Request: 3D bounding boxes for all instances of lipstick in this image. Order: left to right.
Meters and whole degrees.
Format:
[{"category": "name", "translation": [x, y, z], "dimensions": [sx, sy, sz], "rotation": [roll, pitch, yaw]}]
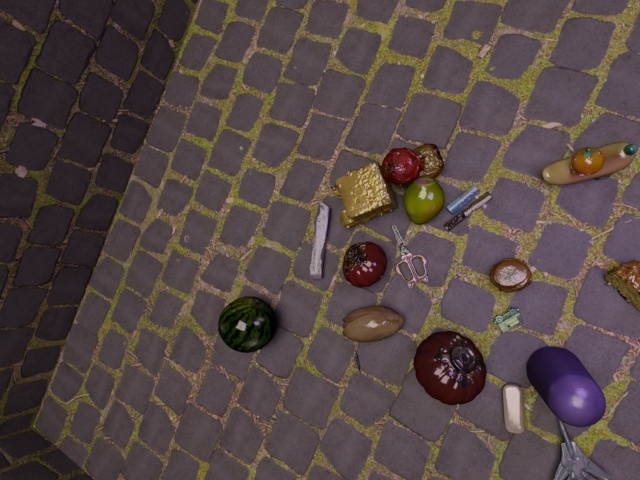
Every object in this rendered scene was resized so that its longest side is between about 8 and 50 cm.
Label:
[{"category": "lipstick", "translation": [0.653, -0.188, 1.868], "dimensions": [0.158, 0.048, 0.048], "rotation": [-41, 73, 11]}]

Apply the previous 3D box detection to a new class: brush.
[{"category": "brush", "translation": [0.673, -0.133, 1.862], "dimensions": [0.248, 0.036, 0.043], "rotation": [-39, 78, 13]}]

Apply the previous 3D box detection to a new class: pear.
[{"category": "pear", "translation": [0.473, -0.176, 1.866], "dimensions": [0.188, 0.187, 0.219], "rotation": [0, 120, 20]}]

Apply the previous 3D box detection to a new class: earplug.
[{"category": "earplug", "translation": [0.899, 0.538, 1.492], "dimensions": [0.215, 0.456, 0.215], "rotation": [-1, 87, 20]}]

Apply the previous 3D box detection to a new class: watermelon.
[{"category": "watermelon", "translation": [-0.368, 0.421, 2.054], "dimensions": [0.285, 0.285, 0.284], "rotation": [-2, 84, 20]}]

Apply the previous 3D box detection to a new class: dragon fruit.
[{"category": "dragon fruit", "translation": [0.359, -0.331, 1.802], "dimensions": [0.172, 0.210, 0.172], "rotation": [30, 127, 50]}]

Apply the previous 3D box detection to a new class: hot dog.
[{"category": "hot dog", "translation": [0.447, -0.347, 1.927], "dimensions": [0.259, 0.114, 0.175], "rotation": [-21, 83, 21]}]

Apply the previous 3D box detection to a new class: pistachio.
[{"category": "pistachio", "translation": [0.241, 0.391, 1.903], "dimensions": [0.293, 0.181, 0.162], "rotation": [-15, 43, 15]}]

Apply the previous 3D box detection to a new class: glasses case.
[{"category": "glasses case", "translation": [0.814, 0.706, 1.718], "dimensions": [0.083, 0.050, 0.196], "rotation": [-2, 84, 22]}]

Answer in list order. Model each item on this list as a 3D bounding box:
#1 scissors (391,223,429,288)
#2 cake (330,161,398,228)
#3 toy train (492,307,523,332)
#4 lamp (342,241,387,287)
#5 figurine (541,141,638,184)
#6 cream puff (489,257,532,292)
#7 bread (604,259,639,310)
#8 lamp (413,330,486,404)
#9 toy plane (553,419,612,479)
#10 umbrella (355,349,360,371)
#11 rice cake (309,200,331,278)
[{"category": "scissors", "translation": [0.409, 0.066, 1.943], "dimensions": [0.160, 0.024, 0.317], "rotation": [-25, 77, 18]}, {"category": "cake", "translation": [0.197, -0.205, 1.941], "dimensions": [0.286, 0.222, 0.227], "rotation": [-21, 77, 18]}, {"category": "toy train", "translation": [0.811, 0.341, 1.758], "dimensions": [0.122, 0.050, 0.081], "rotation": [-33, 79, 13]}, {"category": "lamp", "translation": [0.201, 0.109, 1.913], "dimensions": [0.227, 0.227, 0.226], "rotation": [-2, 84, 20]}, {"category": "figurine", "translation": [1.070, -0.306, 1.636], "dimensions": [0.325, 0.222, 0.124], "rotation": [-14, 82, 18]}, {"category": "cream puff", "translation": [0.813, 0.152, 1.740], "dimensions": [0.165, 0.115, 0.150], "rotation": [15, 83, 30]}, {"category": "bread", "translation": [1.254, 0.182, 1.562], "dimensions": [0.147, 0.160, 0.260], "rotation": [-43, 69, 3]}, {"category": "lamp", "translation": [0.545, 0.534, 1.719], "dimensions": [0.304, 0.257, 0.303], "rotation": [6, 57, -10]}, {"category": "toy plane", "translation": [0.998, 0.850, 1.625], "dimensions": [0.212, 0.088, 0.267], "rotation": [-18, 71, 16]}, {"category": "umbrella", "translation": [0.182, 0.589, 1.978], "dimensions": [0.013, 0.022, 0.122], "rotation": [-11, 91, -7]}, {"category": "rice cake", "translation": [0.000, 0.001, 2.077], "dimensions": [0.070, 0.064, 0.398], "rotation": [7, 87, 11]}]
